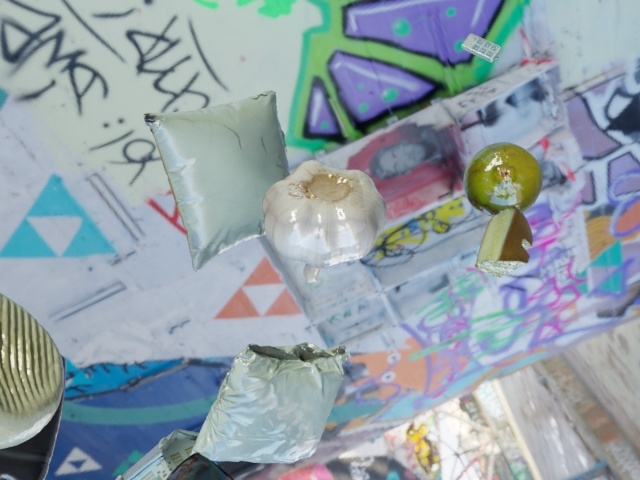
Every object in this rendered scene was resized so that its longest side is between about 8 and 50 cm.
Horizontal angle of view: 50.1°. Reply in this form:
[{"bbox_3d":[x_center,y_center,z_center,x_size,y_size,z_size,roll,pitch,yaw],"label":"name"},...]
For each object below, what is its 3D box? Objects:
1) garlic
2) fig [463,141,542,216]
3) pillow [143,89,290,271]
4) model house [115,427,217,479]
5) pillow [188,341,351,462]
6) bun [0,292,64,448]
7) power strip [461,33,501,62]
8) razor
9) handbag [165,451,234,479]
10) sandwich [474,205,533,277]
[{"bbox_3d":[0.000,0.000,1.098,0.199,0.199,0.226,-112,21,-44],"label":"garlic"},{"bbox_3d":[0.489,-0.152,1.867,0.230,0.207,0.207,107,140,-70],"label":"fig"},{"bbox_3d":[-0.175,-0.132,1.376,0.119,0.312,0.310,2,110,47],"label":"pillow"},{"bbox_3d":[-0.346,0.583,1.581,0.215,0.224,0.198,54,-156,16],"label":"model house"},{"bbox_3d":[-0.098,0.334,1.388,0.138,0.283,0.309,50,126,48],"label":"pillow"},{"bbox_3d":[-0.429,0.161,0.833,0.222,0.127,0.222,42,-160,-20],"label":"bun"},{"bbox_3d":[0.362,-0.434,1.543,0.090,0.040,0.016,33,166,21],"label":"power strip"},{"bbox_3d":[-0.714,0.399,1.609,0.204,0.113,0.349,24,-130,-34],"label":"razor"},{"bbox_3d":[-0.155,0.426,0.948,0.215,0.155,0.169,40,-161,4],"label":"handbag"},{"bbox_3d":[0.421,0.014,1.548,0.088,0.090,0.244,49,-141,-10],"label":"sandwich"}]
